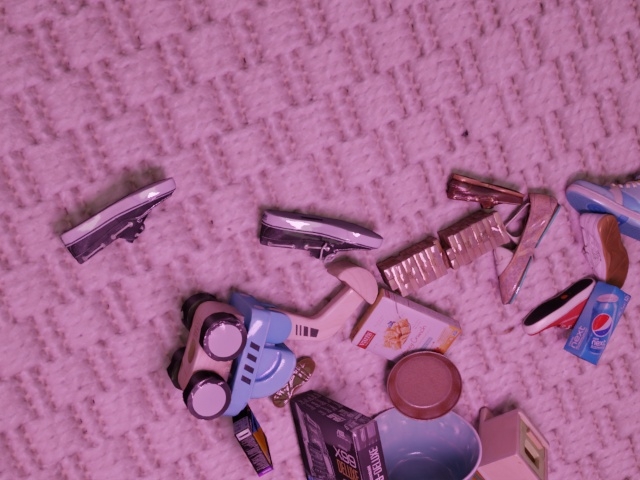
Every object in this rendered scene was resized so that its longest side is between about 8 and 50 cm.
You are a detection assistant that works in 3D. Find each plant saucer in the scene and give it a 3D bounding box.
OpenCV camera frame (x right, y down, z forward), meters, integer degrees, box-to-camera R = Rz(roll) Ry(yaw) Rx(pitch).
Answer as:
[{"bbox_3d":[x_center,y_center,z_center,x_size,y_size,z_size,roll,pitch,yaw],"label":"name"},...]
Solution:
[{"bbox_3d":[0.273,0.379,1.937,0.198,0.036,0.199,0,105,1],"label":"plant saucer"}]

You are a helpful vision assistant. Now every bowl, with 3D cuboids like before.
[{"bbox_3d":[0.259,0.591,1.916,0.311,0.311,0.163,-10,121,-10],"label":"bowl"}]

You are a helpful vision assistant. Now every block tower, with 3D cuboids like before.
[{"bbox_3d":[0.318,0.032,1.918,0.335,0.097,0.091,-26,104,-4],"label":"block tower"}]

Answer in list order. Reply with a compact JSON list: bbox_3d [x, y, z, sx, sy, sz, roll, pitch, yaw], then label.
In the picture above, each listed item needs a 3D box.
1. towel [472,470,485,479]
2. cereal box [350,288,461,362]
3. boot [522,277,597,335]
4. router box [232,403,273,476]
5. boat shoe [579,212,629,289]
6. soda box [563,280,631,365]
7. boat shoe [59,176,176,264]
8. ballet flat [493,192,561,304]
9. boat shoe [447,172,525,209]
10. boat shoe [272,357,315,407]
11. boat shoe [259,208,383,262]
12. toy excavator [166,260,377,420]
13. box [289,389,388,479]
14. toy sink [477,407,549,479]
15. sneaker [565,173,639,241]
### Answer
[{"bbox_3d":[0.402,0.706,2.038,0.102,0.021,0.237,42,68,-14],"label":"towel"},{"bbox_3d":[0.222,0.242,1.925,0.240,0.047,0.173,23,118,-15],"label":"cereal box"},{"bbox_3d":[0.688,0.238,2.031,0.244,0.088,0.176,-29,105,-9],"label":"boot"},{"bbox_3d":[-0.174,0.492,1.848,0.046,0.179,0.133,-28,104,-3],"label":"router box"},{"bbox_3d":[0.770,0.031,2.012,0.098,0.096,0.277,-37,125,-20],"label":"boat shoe"},{"bbox_3d":[0.741,0.220,1.968,0.067,0.071,0.210,28,89,-23],"label":"soda box"},{"bbox_3d":[-0.462,-0.044,1.740,0.301,0.108,0.102,-31,104,-3],"label":"boat shoe"},{"bbox_3d":[0.527,0.015,1.965,0.106,0.107,0.316,26,88,6],"label":"ballet flat"},{"bbox_3d":[0.432,-0.118,1.929,0.207,0.073,0.073,13,98,-6],"label":"boat shoe"},{"bbox_3d":[-0.071,0.370,1.923,0.056,0.048,0.153,36,84,-2],"label":"boat shoe"},{"bbox_3d":[0.000,0.001,1.839,0.306,0.113,0.105,9,104,-10],"label":"boat shoe"},{"bbox_3d":[-0.110,0.233,1.829,0.445,0.222,0.433,13,96,-27],"label":"toy excavator"},{"bbox_3d":[0.048,0.530,1.832,0.076,0.307,0.243,-18,104,-29],"label":"box"},{"bbox_3d":[0.516,0.550,1.952,0.131,0.234,0.153,-31,106,29],"label":"toy sink"},{"bbox_3d":[0.833,-0.134,1.992,0.319,0.127,0.208,25,76,-3],"label":"sneaker"}]
